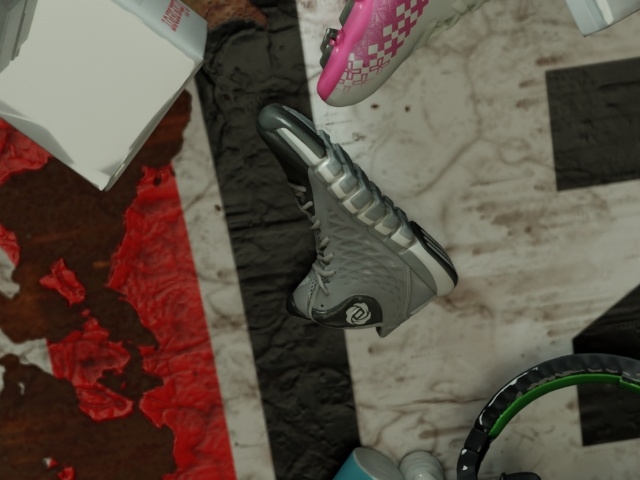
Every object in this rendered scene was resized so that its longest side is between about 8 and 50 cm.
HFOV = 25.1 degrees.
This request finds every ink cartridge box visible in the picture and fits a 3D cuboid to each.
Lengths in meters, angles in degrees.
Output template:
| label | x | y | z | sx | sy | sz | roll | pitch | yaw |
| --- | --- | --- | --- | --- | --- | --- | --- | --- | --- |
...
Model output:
| label | x | y | z | sx | sy | sz | roll | pitch | yaw |
| --- | --- | --- | --- | --- | --- | --- | --- | --- | --- |
| ink cartridge box | -0.240 | -0.195 | 1.085 | 0.307 | 0.223 | 0.129 | 37 | 100 | -12 |

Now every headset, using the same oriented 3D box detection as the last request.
| label | x | y | z | sx | sy | sz | roll | pitch | yaw |
| --- | --- | --- | --- | --- | --- | --- | --- | --- | --- |
| headset | 0.214 | 0.296 | 1.253 | 0.243 | 0.185 | 0.394 | 21 | 75 | 14 |

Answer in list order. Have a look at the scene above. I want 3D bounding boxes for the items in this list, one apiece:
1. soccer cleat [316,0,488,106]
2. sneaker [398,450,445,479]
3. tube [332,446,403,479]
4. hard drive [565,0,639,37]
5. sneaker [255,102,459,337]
| label | x | y | z | sx | sy | sz | roll | pitch | yaw |
| --- | --- | --- | --- | --- | --- | --- | --- | --- | --- |
| soccer cleat | 0.121 | -0.232 | 1.147 | 0.143 | 0.116 | 0.331 | 29 | 102 | -8 |
| sneaker | 0.103 | 0.273 | 1.316 | 0.054 | 0.061 | 0.152 | -16 | 107 | 0 |
| tube | 0.003 | 0.285 | 1.326 | 0.080 | 0.052 | 0.207 | 30 | 109 | 0 |
| hard drive | 0.211 | -0.360 | 1.079 | 0.233 | 0.047 | 0.353 | -31 | 98 | -23 |
| sneaker | 0.000 | 0.000 | 1.224 | 0.132 | 0.086 | 0.229 | -43 | 104 | 11 |
